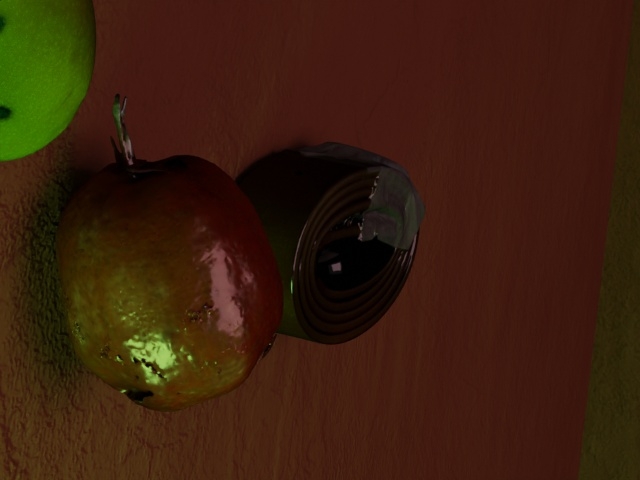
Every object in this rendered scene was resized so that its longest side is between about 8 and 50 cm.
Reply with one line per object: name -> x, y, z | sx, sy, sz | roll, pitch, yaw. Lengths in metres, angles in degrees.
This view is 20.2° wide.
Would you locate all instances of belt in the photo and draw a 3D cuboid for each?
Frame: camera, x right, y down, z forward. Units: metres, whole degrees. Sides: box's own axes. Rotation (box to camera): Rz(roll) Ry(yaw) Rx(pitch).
belt -> 0.000, 0.000, 2.091 | 0.339, 0.122, 0.217 | -19, 117, -60

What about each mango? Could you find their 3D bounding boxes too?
mango -> -0.267, -0.172, 1.427 | 0.293, 0.175, 0.143 | 81, -5, -52

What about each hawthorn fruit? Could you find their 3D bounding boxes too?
hawthorn fruit -> -0.152, 0.007, 1.684 | 0.211, 0.211, 0.299 | -45, 124, -52
